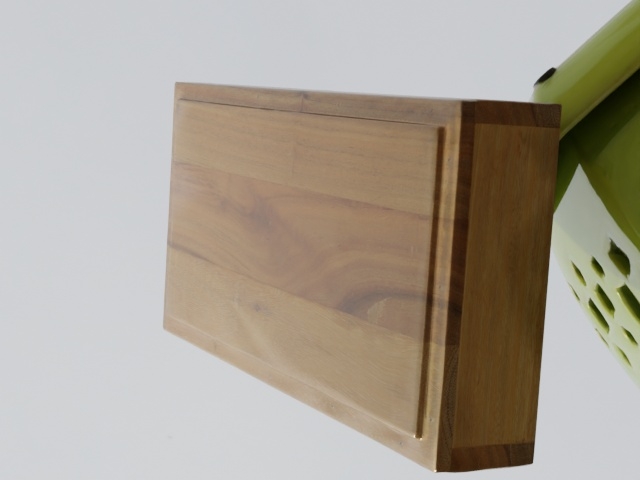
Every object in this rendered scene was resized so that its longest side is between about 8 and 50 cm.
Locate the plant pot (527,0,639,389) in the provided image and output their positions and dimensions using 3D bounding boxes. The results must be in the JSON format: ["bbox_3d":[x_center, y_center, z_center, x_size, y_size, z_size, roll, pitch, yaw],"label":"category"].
[{"bbox_3d":[0.245,-0.046,0.837,0.227,0.228,0.207,-41,-101,-8],"label":"plant pot"}]

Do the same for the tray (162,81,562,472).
[{"bbox_3d":[0.000,0.000,0.900,0.076,0.411,0.203,0,-82,-29],"label":"tray"}]
